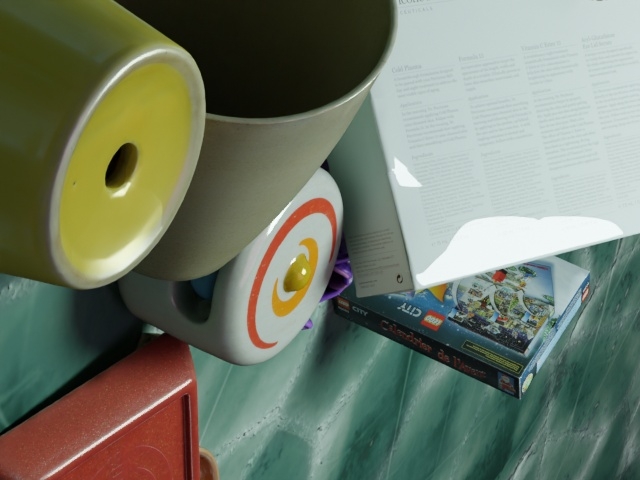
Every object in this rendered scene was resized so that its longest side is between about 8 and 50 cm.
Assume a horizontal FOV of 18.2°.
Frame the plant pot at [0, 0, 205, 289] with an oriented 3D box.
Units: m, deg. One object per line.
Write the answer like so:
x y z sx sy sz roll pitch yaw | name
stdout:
-0.214 -0.085 1.263 0.254 0.239 0.254 -47 151 -37 | plant pot

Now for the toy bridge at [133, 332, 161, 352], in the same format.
-0.185 0.174 1.823 0.063 0.026 0.188 9 103 -63 | toy bridge

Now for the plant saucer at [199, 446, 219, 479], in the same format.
-0.169 0.287 1.949 0.200 0.037 0.200 -46 148 -40 | plant saucer

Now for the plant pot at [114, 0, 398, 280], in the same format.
-0.098 -0.098 1.534 0.256 0.256 0.274 -46 165 -38 | plant pot

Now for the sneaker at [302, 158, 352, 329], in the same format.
0.000 0.000 1.960 0.236 0.104 0.095 -55 152 -28 | sneaker

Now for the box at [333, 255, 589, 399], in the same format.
0.153 0.057 2.170 0.159 0.233 0.044 -53 155 -27 | box

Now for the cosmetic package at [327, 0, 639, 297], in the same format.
0.173 -0.121 1.909 0.377 0.097 0.284 -12 92 -37 | cosmetic package

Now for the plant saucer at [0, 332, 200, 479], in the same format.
-0.191 0.242 1.783 0.259 0.048 0.258 -32 133 -42 | plant saucer

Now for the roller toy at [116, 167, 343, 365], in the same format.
-0.072 0.008 1.760 0.191 0.146 0.209 -57 155 -21 | roller toy
